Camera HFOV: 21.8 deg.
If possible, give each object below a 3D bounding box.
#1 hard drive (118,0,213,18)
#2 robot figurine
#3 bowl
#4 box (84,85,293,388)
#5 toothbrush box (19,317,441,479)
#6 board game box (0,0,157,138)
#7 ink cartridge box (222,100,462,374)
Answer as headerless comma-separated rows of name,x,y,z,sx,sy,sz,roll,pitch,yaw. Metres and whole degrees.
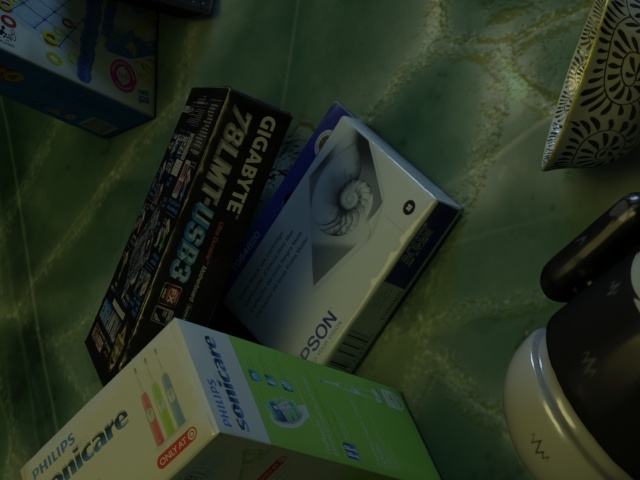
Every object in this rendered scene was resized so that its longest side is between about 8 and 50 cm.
hard drive,-0.195,-0.368,1.819,0.054,0.172,0.254,-35,50,54
robot figurine,0.262,0.086,1.192,0.278,0.173,0.209,-41,24,25
bowl,0.242,-0.124,1.337,0.080,0.170,0.170,19,87,2
box,-0.132,-0.001,1.582,0.295,0.073,0.293,-156,87,-78
toothbrush box,-0.069,0.200,1.383,0.206,0.283,0.122,-43,49,22
board game box,-0.313,-0.303,1.800,0.086,0.308,0.302,-18,63,37
ink cartridge box,0.000,0.000,1.566,0.223,0.045,0.224,-57,44,11
